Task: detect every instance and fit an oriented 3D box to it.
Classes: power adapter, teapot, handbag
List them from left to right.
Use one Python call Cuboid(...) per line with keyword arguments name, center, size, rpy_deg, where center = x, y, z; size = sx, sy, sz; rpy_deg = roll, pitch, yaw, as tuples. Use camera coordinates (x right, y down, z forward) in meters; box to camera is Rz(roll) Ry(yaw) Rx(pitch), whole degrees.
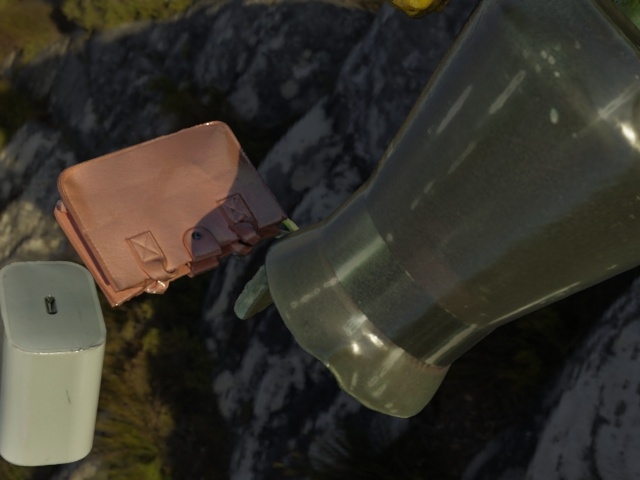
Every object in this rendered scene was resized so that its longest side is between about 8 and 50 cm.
Cuboid(name="power adapter", center=(-0.354, 0.179, 1.301), size=(0.187, 0.124, 0.255), rpy_deg=(-119, 35, -51))
Cuboid(name="handbag", center=(-0.157, -0.032, 1.074), size=(0.157, 0.213, 0.059), rpy_deg=(55, 148, 18))
Cuboid(name="teapot", center=(0.142, -0.041, 0.846), size=(0.344, 0.253, 0.300), rpy_deg=(-42, 5, 23))

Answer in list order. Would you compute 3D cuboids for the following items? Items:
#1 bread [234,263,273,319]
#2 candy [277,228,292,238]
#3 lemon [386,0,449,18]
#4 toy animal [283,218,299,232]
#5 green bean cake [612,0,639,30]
Cuboid(name="bread", center=(-0.035, 0.023, 1.243), size=(0.036, 0.193, 0.112), rpy_deg=(40, 118, 11))
Cuboid(name="candy", center=(0.000, 0.000, 1.123), size=(0.091, 0.083, 0.305), rpy_deg=(-42, 29, -19))
Cuboid(name="lemon", center=(0.114, -0.387, 1.173), size=(0.204, 0.204, 0.260), rpy_deg=(3, 92, 57))
Cuboid(name="toy animal", center=(0.010, 0.011, 1.521), size=(0.075, 0.217, 0.041), rpy_deg=(-41, 14, 1))
Cuboid(name="green bean cake", center=(0.452, -0.317, 1.263), size=(0.124, 0.222, 0.248), rpy_deg=(112, 168, -44))
